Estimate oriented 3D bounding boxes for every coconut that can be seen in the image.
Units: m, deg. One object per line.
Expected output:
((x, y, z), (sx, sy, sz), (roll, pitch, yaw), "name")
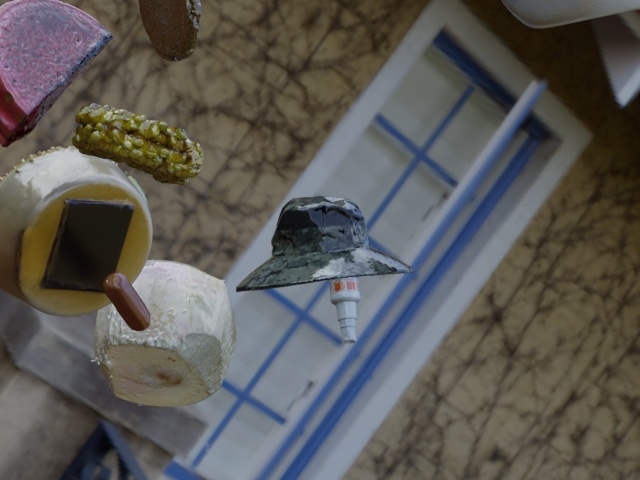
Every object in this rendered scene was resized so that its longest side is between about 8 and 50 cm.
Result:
((-0.311, 0.173, 2.296), (0.297, 0.297, 0.254), (36, 43, -37), "coconut")

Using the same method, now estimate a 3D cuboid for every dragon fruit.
((-0.414, -0.251, 1.629), (0.163, 0.261, 0.189), (-5, -59, 29), "dragon fruit")

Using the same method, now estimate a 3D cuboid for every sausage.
((-0.304, 0.095, 1.796), (0.041, 0.039, 0.131), (-3, -38, 15), "sausage")

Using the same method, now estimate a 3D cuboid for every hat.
((0.000, 0.000, 1.633), (0.266, 0.128, 0.265), (-6, 3, 0), "hat")

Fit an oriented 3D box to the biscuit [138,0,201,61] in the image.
((-0.283, -0.445, 2.149), (0.042, 0.226, 0.226), (-17, 35, -32), "biscuit")

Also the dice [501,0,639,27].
((0.462, -0.532, 1.930), (0.277, 0.304, 0.304), (2, -73, 55), "dice")

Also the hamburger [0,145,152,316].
((-0.424, -0.014, 1.898), (0.170, 0.302, 0.302), (34, -1, 44), "hamburger")

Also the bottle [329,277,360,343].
((0.045, 0.088, 2.170), (0.060, 0.217, 0.060), (-4, -16, -1), "bottle")

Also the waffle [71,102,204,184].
((-0.263, -0.134, 1.657), (0.193, 0.070, 0.197), (18, -9, 0), "waffle")
